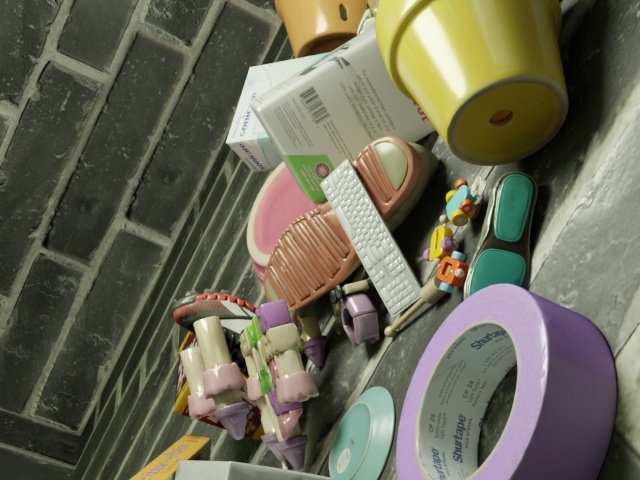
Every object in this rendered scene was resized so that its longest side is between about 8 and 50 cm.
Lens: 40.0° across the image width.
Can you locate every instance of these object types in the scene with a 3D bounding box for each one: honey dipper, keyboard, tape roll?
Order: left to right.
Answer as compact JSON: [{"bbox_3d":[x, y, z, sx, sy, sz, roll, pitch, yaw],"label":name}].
[{"bbox_3d":[0.078,-0.005,1.391,0.072,0.014,0.256,-39,68,30],"label":"keyboard"},{"bbox_3d":[0.139,0.105,1.315,0.160,0.031,0.030,-51,23,45],"label":"honey dipper"},{"bbox_3d":[0.191,0.189,0.955,0.274,0.090,0.274,-55,20,31],"label":"tape roll"}]

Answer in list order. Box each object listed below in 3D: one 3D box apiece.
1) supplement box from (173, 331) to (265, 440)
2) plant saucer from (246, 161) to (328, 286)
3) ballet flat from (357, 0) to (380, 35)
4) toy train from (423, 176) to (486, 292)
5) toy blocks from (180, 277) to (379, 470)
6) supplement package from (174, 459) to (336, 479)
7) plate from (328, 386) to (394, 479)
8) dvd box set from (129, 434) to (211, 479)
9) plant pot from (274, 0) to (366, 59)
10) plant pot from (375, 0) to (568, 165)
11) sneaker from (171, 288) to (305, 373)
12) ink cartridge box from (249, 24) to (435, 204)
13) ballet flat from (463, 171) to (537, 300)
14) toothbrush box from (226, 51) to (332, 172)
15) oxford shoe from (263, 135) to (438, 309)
[{"bbox_3d":[-0.177,0.264,1.756,0.129,0.191,0.194,-58,21,25],"label":"supplement box"},{"bbox_3d":[-0.035,-0.052,1.710,0.332,0.084,0.332,-32,43,36],"label":"plant saucer"},{"bbox_3d":[0.130,-0.455,1.784,0.124,0.116,0.342,-54,3,4],"label":"ballet flat"},{"bbox_3d":[0.203,-0.006,1.246,0.166,0.046,0.125,-70,19,-2],"label":"toy train"},{"bbox_3d":[-0.052,0.250,1.460,0.288,0.309,0.260,125,129,-66],"label":"toy blocks"},{"bbox_3d":[-0.119,0.441,1.366,0.293,0.175,0.177,153,129,-63],"label":"supplement package"},{"bbox_3d":[0.053,0.305,1.317,0.188,0.024,0.188,-53,22,33],"label":"plate"},{"bbox_3d":[-0.286,0.539,1.509,0.420,0.062,0.307,-19,-67,-79],"label":"dvd box set"},{"bbox_3d":[0.041,-0.506,2.013,0.291,0.291,0.203,-39,49,56],"label":"plant pot"},{"bbox_3d":[0.219,-0.242,1.197,0.254,0.254,0.238,-51,37,40],"label":"plant pot"},{"bbox_3d":[-0.150,0.179,1.656,0.097,0.276,0.135,125,156,-45],"label":"sneaker"},{"bbox_3d":[0.045,-0.223,1.536,0.273,0.198,0.115,-32,19,-3],"label":"ink cartridge box"},{"bbox_3d":[0.232,0.015,1.121,0.068,0.072,0.213,81,-154,-70],"label":"ballet flat"},{"bbox_3d":[-0.028,-0.276,1.884,0.296,0.126,0.216,-3,58,31],"label":"toothbrush box"},{"bbox_3d":[0.057,-0.011,1.508,0.397,0.147,0.140,-44,66,28],"label":"oxford shoe"}]
